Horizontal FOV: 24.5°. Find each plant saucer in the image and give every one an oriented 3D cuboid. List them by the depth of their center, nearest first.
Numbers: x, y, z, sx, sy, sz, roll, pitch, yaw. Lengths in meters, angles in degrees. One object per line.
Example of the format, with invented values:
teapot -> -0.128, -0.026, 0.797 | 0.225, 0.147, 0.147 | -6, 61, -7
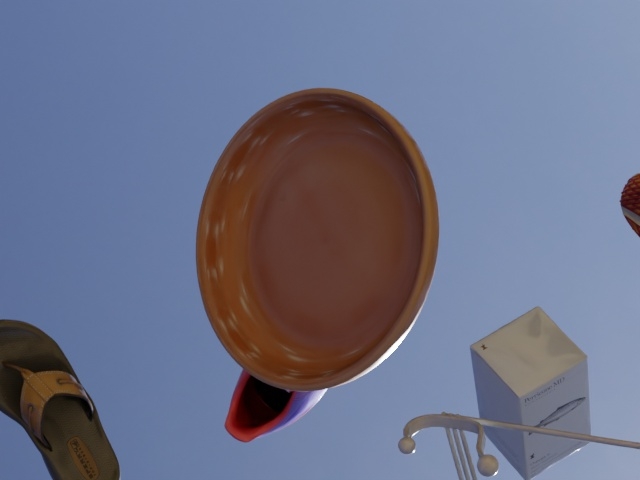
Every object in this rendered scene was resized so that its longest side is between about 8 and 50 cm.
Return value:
plant saucer -> 0.000, 0.000, 0.974 | 0.037, 0.200, 0.200 | 10, -147, -49

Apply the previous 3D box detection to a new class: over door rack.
over door rack -> 0.248, 0.291, 1.471 | 0.324, 0.239, 0.108 | -3, -153, 31

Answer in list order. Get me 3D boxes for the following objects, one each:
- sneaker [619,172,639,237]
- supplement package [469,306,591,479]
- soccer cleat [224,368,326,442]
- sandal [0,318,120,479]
sneaker -> 0.315, 0.019, 1.244 | 0.067, 0.064, 0.175 | -7, -105, -38
supplement package -> 0.261, 0.190, 1.814 | 0.105, 0.179, 0.105 | -28, -132, -14
soccer cleat -> -0.005, 0.100, 1.592 | 0.108, 0.318, 0.116 | 39, -145, 7
sandal -> -0.266, 0.171, 1.456 | 0.090, 0.060, 0.219 | -32, -79, -22
